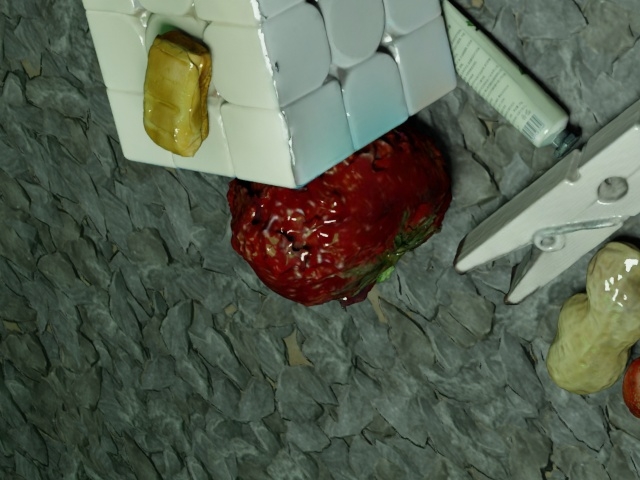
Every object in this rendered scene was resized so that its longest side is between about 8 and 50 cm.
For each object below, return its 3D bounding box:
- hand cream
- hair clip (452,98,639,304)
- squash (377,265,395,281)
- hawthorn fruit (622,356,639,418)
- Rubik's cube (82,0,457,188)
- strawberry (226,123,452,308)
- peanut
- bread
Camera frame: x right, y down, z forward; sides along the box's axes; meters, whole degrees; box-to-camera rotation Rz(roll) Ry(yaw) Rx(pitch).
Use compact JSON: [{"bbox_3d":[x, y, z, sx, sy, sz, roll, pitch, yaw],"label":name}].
[{"bbox_3d":[0.201,-0.185,1.963,0.234,0.050,0.080,45,145,13],"label":"hand cream"},{"bbox_3d":[0.287,-0.041,1.953,0.101,0.085,0.331,39,134,-9],"label":"hair clip"},{"bbox_3d":[0.000,0.000,2.232,0.219,0.068,0.077,22,121,29],"label":"squash"},{"bbox_3d":[0.395,0.167,2.007,0.093,0.093,0.093,21,129,28],"label":"hawthorn fruit"},{"bbox_3d":[-0.063,-0.256,1.937,0.292,0.290,0.291,10,122,43],"label":"Rubik's cube"},{"bbox_3d":[0.008,-0.049,2.052,0.220,0.274,0.274,50,138,15],"label":"strawberry"},{"bbox_3d":[0.330,0.094,2.006,0.104,0.086,0.228,47,137,24],"label":"peanut"},{"bbox_3d":[-0.152,-0.156,1.825,0.074,0.053,0.132,32,133,26],"label":"bread"}]
